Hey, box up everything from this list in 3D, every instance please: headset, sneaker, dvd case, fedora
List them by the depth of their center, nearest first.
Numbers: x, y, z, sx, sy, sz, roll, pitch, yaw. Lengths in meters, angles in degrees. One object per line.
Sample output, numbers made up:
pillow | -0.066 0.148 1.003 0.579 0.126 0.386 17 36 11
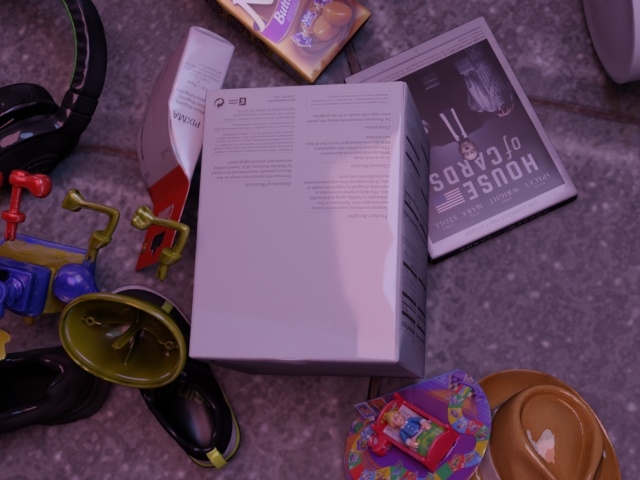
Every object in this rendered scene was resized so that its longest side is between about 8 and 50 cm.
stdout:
fedora | 0.222 0.206 0.987 0.194 0.079 0.194 5 59 -9
sneaker | -0.375 0.171 1.059 0.286 0.130 0.109 -22 76 1
sneaker | -0.157 0.136 1.061 0.084 0.097 0.234 -37 75 -5
headset | -0.403 -0.138 1.112 0.243 0.185 0.394 29 96 12
dvd case | 0.155 -0.115 1.130 0.179 0.029 0.238 -25 74 0

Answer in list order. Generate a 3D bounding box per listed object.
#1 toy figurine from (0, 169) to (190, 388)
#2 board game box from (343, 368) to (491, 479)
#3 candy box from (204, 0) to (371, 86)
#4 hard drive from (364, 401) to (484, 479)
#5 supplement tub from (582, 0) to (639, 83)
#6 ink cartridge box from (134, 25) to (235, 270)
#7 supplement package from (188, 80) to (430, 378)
toy figurine | -0.278 0.019 1.041 0.363 0.217 0.191 11 97 8
board game box | 0.087 0.192 1.003 0.169 0.033 0.133 -24 41 24
candy box | -0.049 -0.276 1.154 0.187 0.053 0.109 40 82 -3
hard drive | 0.165 0.348 1.002 0.319 0.040 0.210 42 83 14
supplement tub | 0.449 -0.290 1.042 0.316 0.228 0.228 -12 75 2
ink cartridge box | -0.169 -0.092 1.075 0.066 0.189 0.232 24 77 -16
supplement package | 0.000 0.000 1.013 0.199 0.198 0.262 0 78 13
